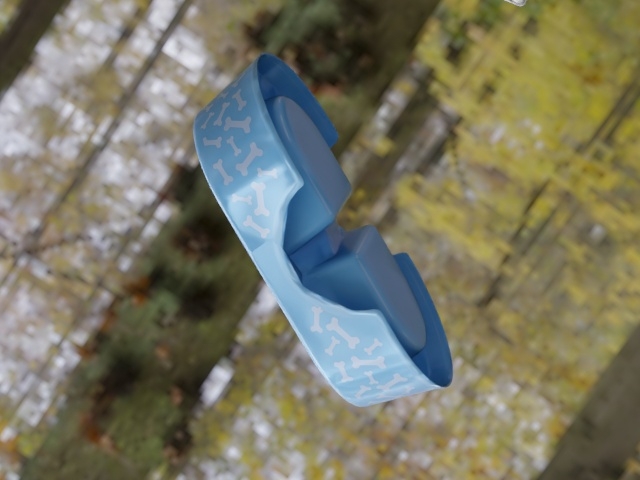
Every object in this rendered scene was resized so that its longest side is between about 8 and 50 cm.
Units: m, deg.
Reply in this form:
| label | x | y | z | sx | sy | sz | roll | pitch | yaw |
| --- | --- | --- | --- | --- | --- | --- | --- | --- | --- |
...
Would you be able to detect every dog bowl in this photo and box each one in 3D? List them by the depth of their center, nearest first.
| label | x | y | z | sx | sy | sz | roll | pitch | yaw |
| --- | --- | --- | --- | --- | --- | --- | --- | --- | --- |
| dog bowl | 0.000 | 0.000 | 1.445 | 0.297 | 0.074 | 0.166 | 59 | -164 | -8 |

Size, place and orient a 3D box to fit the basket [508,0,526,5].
| label | x | y | z | sx | sy | sz | roll | pitch | yaw |
| --- | --- | --- | --- | --- | --- | --- | --- | --- | --- |
| basket | 0.134 | -0.292 | 1.642 | 0.167 | 0.113 | 0.103 | 26 | -172 | -1 |
